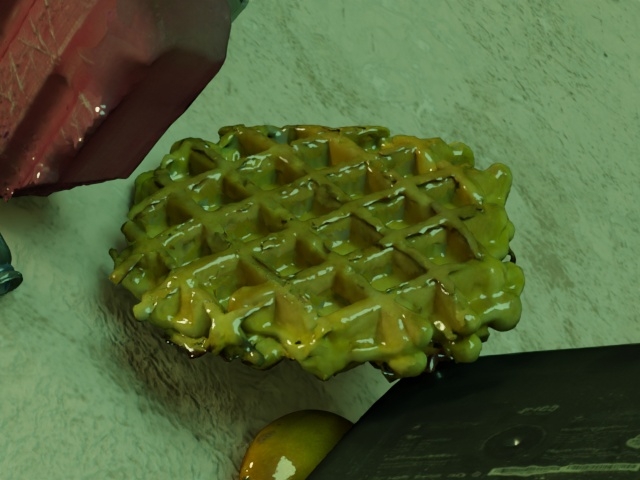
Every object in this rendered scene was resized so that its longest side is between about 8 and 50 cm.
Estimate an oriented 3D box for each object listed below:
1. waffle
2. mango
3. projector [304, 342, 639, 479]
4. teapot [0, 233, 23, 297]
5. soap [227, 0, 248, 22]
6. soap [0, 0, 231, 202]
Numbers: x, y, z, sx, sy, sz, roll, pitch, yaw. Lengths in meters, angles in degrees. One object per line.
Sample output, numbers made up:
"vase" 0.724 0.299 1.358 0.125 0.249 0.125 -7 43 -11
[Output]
"waffle" 0.000 0.000 1.798 0.382 0.095 0.380 5 34 3
"mango" -0.010 0.202 1.750 0.190 0.075 0.098 -12 81 -53
"projector" 0.184 0.261 1.585 0.405 0.395 0.242 -42 121 -53
"teapot" -0.296 0.013 1.679 0.049 0.063 0.083 -27 77 -19
"soap" -0.125 -0.434 2.066 0.156 0.261 0.446 25 43 -26
"soap" -0.221 -0.164 1.678 0.127 0.325 0.220 -15 66 -45
